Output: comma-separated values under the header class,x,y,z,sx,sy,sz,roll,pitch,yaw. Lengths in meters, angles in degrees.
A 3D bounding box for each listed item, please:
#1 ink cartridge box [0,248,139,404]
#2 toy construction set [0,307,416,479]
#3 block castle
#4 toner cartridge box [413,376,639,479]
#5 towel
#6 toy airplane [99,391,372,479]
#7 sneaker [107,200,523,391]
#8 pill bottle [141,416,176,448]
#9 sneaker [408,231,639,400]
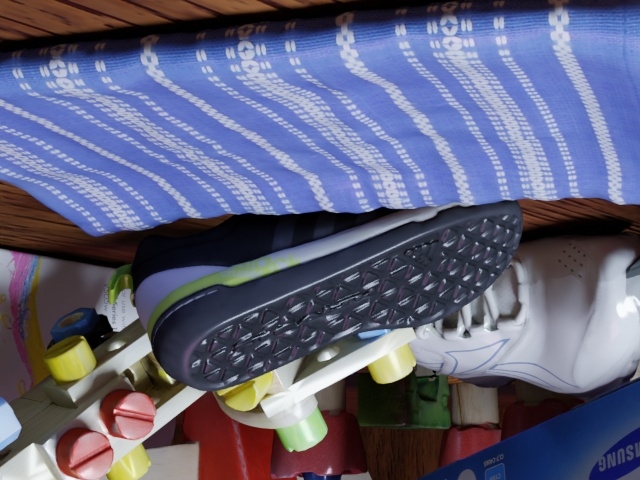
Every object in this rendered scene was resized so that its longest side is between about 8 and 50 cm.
class,x,y,z,sx,sy,sz,roll,pitch,yaw
ink cartridge box,-0.258,0.079,1.019,0.207,0.119,0.353,-8,167,38
toy construction set,-0.122,0.100,0.833,0.327,0.151,0.215,-20,-167,-37
block castle,0.181,0.173,1.341,0.303,0.213,0.453,-6,168,27
toner cartridge box,0.201,0.185,1.002,0.165,0.075,0.348,14,151,-26
towel,-0.001,-0.041,0.605,0.336,0.040,0.243,-4,169,17
toy airplane,-0.111,0.267,1.405,0.272,0.384,0.386,-34,109,32
sneaker,0.000,0.000,0.773,0.234,0.097,0.084,-16,139,-23
pill bottle,-0.316,0.219,1.729,0.272,0.152,0.152,-8,168,32
sneaker,0.117,0.053,0.973,0.129,0.111,0.297,10,166,-22
